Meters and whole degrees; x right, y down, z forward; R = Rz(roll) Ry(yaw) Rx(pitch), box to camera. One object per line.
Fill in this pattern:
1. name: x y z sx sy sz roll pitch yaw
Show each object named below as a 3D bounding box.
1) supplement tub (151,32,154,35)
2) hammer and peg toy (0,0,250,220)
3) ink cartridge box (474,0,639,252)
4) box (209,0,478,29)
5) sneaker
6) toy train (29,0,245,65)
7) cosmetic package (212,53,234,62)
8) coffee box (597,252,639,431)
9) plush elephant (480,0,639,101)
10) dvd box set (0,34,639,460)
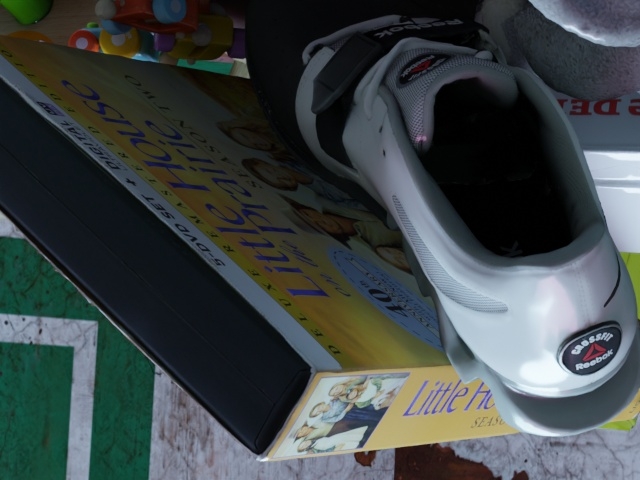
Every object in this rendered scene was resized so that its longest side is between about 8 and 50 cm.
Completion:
1. supplement tub: -0.089 -0.212 1.462 0.106 0.106 0.198 6 175 -31
2. hammer and peg toy: -0.216 -0.130 1.619 0.361 0.266 0.127 2 157 25
3. ink cartridge box: 0.204 -0.130 1.159 0.198 0.273 0.115 2 146 18
4. box: -0.058 -0.220 1.165 0.191 0.143 0.381 0 176 36
5. sneaker: 0.060 -0.066 0.961 0.122 0.330 0.146 -28 144 -13
6. toy train: -0.115 -0.137 1.144 0.125 0.046 0.166 9 170 -42
7. cosmetic package: -0.100 -0.206 1.926 0.115 0.041 0.060 4 176 -10
8. coffee box: 0.126 -0.029 1.765 0.334 0.338 0.338 17 -177 36
9. plush elephant: 0.191 -0.192 0.863 0.272 0.255 0.330 -35 -147 1
10. dvd box set: 0.000 0.000 1.102 0.307 0.062 0.420 41 -160 28
